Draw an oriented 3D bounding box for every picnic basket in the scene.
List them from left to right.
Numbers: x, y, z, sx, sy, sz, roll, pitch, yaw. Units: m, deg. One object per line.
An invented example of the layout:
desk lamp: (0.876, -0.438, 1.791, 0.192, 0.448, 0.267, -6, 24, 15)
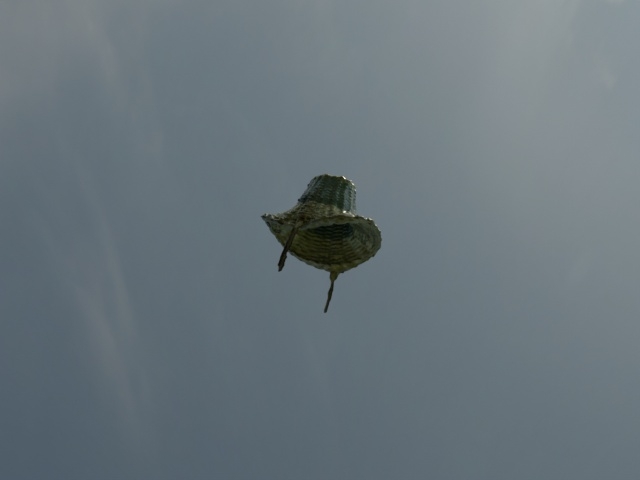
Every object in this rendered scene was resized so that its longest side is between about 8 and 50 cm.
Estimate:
picnic basket: (0.000, 0.000, 0.947, 0.083, 0.065, 0.083, 0, -122, 26)
